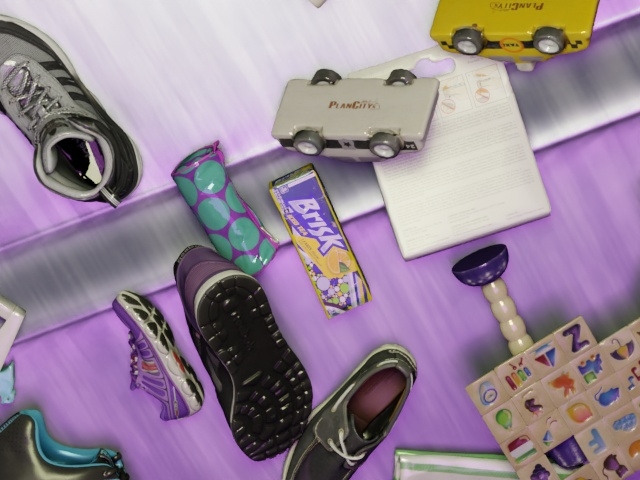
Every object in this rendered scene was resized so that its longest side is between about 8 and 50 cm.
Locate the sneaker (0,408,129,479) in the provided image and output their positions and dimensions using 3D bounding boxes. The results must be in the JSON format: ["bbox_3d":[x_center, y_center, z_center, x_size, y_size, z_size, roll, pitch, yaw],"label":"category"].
[{"bbox_3d":[-0.248,0.327,1.919,0.340,0.125,0.140,32,94,-11],"label":"sneaker"}]

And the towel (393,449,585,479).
[{"bbox_3d":[0.195,0.416,2.004,0.247,0.038,0.325,3,101,-4],"label":"towel"}]

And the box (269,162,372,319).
[{"bbox_3d":[0.000,0.000,1.898,0.059,0.054,0.169,-24,103,3],"label":"box"}]

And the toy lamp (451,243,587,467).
[{"bbox_3d":[0.245,0.139,1.928,0.080,0.080,0.275,-26,103,3],"label":"toy lamp"}]

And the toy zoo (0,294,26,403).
[{"bbox_3d":[-0.478,0.104,1.906,0.293,0.030,0.192,36,98,-9],"label":"toy zoo"}]

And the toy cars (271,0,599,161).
[{"bbox_3d":[0.136,-0.182,1.831,0.393,0.176,0.087,-31,139,2],"label":"toy cars"}]

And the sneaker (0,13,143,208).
[{"bbox_3d":[-0.299,-0.142,1.802,0.101,0.153,0.268,-42,101,5],"label":"sneaker"}]

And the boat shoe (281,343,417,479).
[{"bbox_3d":[0.031,0.226,1.936,0.084,0.079,0.233,35,99,-11],"label":"boat shoe"}]

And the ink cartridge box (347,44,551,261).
[{"bbox_3d":[0.147,-0.108,1.896,0.181,0.056,0.225,-18,83,1],"label":"ink cartridge box"}]

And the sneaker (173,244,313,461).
[{"bbox_3d":[-0.093,0.123,1.906,0.107,0.124,0.283,-26,127,-16],"label":"sneaker"}]

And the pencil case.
[{"bbox_3d":[-0.106,-0.034,1.880,0.070,0.064,0.152,-29,103,19],"label":"pencil case"}]

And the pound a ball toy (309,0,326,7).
[{"bbox_3d":[0.089,-0.383,1.782,0.208,0.136,0.319,43,97,-10],"label":"pound a ball toy"}]

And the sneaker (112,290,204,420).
[{"bbox_3d":[-0.200,0.139,1.912,0.071,0.068,0.170,-26,103,8],"label":"sneaker"}]

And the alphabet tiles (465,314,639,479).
[{"bbox_3d":[0.315,0.188,1.900,0.237,0.009,0.198,-32,101,-1],"label":"alphabet tiles"}]
